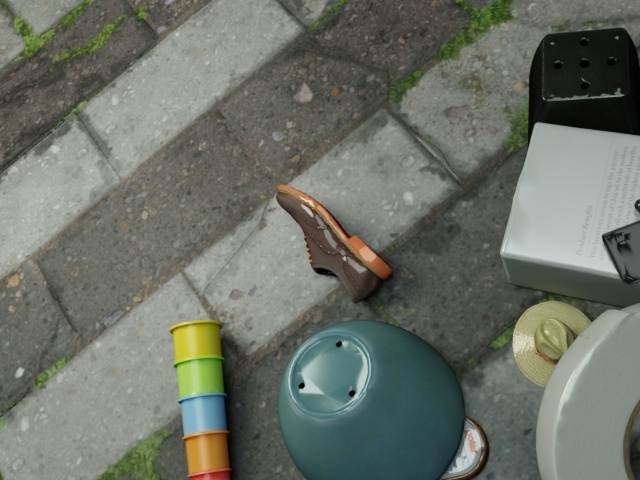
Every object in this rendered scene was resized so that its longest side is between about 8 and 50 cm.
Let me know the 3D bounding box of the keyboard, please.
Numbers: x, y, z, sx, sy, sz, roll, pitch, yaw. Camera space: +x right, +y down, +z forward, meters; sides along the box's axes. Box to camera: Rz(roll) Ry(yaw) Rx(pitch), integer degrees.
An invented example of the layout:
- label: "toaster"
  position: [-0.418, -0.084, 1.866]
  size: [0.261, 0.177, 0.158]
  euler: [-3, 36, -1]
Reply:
- label: "keyboard"
  position: [0.484, -0.018, 1.039]
  size: [0.180, 0.023, 0.108]
  euler: [-22, 71, 9]

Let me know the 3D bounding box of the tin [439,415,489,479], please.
- label: "tin"
  position: [0.167, 0.332, 1.177]
  size: [0.190, 0.040, 0.106]
  euler: [-17, 69, 11]

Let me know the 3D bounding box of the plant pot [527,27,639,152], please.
- label: "plant pot"
  position: [0.434, -0.247, 1.249]
  size: [0.188, 0.167, 0.187]
  euler: [0, 68, 20]

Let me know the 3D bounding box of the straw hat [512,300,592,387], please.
- label: "straw hat"
  position: [0.362, 0.155, 1.168]
  size: [0.144, 0.061, 0.144]
  euler: [-7, 67, 15]

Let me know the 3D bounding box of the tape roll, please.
- label: "tape roll"
  position: [0.479, 0.266, 0.984]
  size: [0.392, 0.072, 0.392]
  euler: [0, 87, -3]

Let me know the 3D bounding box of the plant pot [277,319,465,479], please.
- label: "plant pot"
  position: [0.052, 0.235, 1.135]
  size: [0.290, 0.195, 0.290]
  euler: [-13, 55, 19]

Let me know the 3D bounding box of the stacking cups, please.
- label: "stacking cups"
  position: [-0.199, 0.300, 1.286]
  size: [0.096, 0.096, 0.316]
  euler: [-12, 74, 14]

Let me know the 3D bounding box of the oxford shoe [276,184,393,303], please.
- label: "oxford shoe"
  position: [0.000, 0.000, 1.337]
  size: [0.098, 0.097, 0.271]
  euler: [-49, 62, 2]

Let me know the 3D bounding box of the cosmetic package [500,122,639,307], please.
- label: "cosmetic package"
  position: [0.523, -0.013, 1.125]
  size: [0.453, 0.161, 0.230]
  euler: [13, 74, 22]
